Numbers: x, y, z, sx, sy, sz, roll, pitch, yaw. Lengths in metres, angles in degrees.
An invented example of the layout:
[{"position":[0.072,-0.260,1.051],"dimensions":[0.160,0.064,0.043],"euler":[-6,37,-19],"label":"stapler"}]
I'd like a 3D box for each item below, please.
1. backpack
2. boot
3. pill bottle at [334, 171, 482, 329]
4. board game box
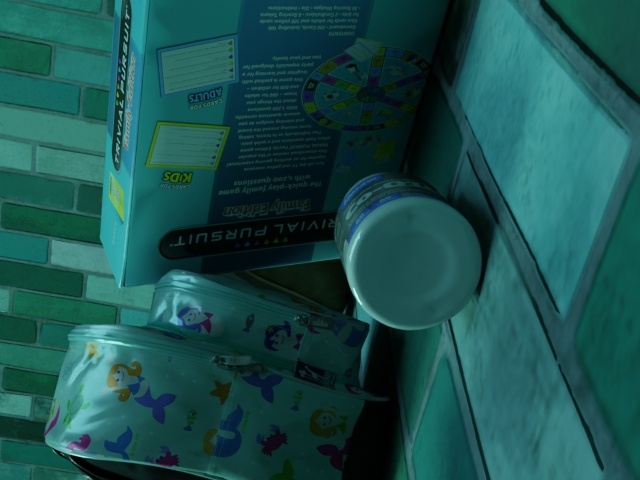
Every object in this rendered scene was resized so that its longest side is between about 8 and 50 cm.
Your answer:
[{"position":[-0.085,0.126,0.744],"dimensions":[0.225,0.253,0.191],"euler":[146,132,-76],"label":"backpack"},{"position":[-0.087,-0.004,0.965],"dimensions":[0.112,0.305,0.115],"euler":[1,66,53],"label":"boot"},{"position":[0.049,-0.001,0.579],"dimensions":[0.137,0.078,0.078],"euler":[-107,27,-76],"label":"pill bottle"},{"position":[-0.041,-0.125,0.761],"dimensions":[0.079,0.253,0.336],"euler":[57,144,42],"label":"board game box"}]
